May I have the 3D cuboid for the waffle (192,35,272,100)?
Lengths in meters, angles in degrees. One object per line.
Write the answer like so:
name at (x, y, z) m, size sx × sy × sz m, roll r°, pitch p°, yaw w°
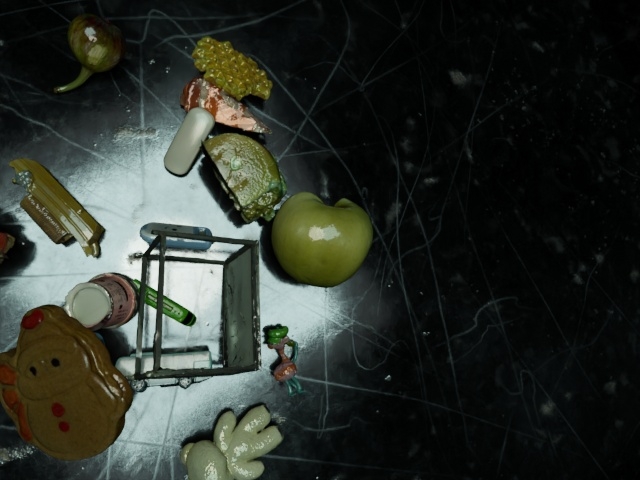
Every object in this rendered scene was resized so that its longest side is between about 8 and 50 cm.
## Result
waffle at (-0.254, -0.493, 1.278) m, size 0.249 × 0.056 × 0.253 m, roll 36°, pitch 34°, yaw -20°

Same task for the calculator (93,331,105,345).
calculator at (-0.591, 0.361, 1.114) m, size 0.051 × 0.173 × 0.293 m, roll -15°, pitch 89°, yaw -61°

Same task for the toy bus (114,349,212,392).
toy bus at (-0.430, 0.360, 1.198) m, size 0.261 × 0.091 × 0.109 m, roll 1°, pitch 74°, yaw -19°

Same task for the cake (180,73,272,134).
cake at (-0.268, -0.400, 1.304) m, size 0.287 × 0.098 × 0.135 m, roll 21°, pitch 97°, yaw -18°

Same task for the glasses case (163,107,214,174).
glasses case at (-0.380, -0.286, 1.260) m, size 0.081 × 0.051 × 0.204 m, roll 32°, pitch 102°, yaw -13°

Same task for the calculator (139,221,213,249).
calculator at (-0.396, -0.013, 1.227) m, size 0.210 × 0.121 × 0.039 m, roll 6°, pitch 110°, yaw -17°

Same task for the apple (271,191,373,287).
apple at (0.012, 0.009, 1.272) m, size 0.295 × 0.233 × 0.258 m, roll 8°, pitch 111°, yaw -26°

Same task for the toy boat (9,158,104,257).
toy boat at (-0.700, -0.079, 1.149) m, size 0.115 × 0.089 × 0.310 m, roll -44°, pitch 99°, yaw -14°

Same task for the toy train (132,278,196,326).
toy train at (-0.443, 0.181, 1.231) m, size 0.209 × 0.042 × 0.044 m, roll 34°, pitch 77°, yaw -12°

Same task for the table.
table at (-0.322, 0.173, 1.113) m, size 0.272 × 0.222 × 0.335 m, roll 8°, pitch 68°, yaw -33°

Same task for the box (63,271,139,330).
box at (-0.566, 0.161, 1.124) m, size 0.151 × 0.135 × 0.151 m, roll 0°, pitch 90°, yaw -1°

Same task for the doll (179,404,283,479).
doll at (-0.239, 0.597, 1.231) m, size 0.278 × 0.175 × 0.149 m, roll -27°, pitch 131°, yaw -27°

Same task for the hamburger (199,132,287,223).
hamburger at (-0.207, -0.191, 1.275) m, size 0.192 × 0.167 × 0.288 m, roll -33°, pitch 96°, yaw -18°

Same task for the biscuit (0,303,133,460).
biscuit at (-0.631, 0.344, 1.052) m, size 0.359 × 0.074 × 0.381 m, roll -18°, pitch 94°, yaw 14°

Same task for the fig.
fig at (-0.644, -0.496, 1.202) m, size 0.149 × 0.149 × 0.245 m, roll 33°, pitch 101°, yaw -12°

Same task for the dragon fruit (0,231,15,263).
dragon fruit at (-0.916, -0.007, 0.984) m, size 0.342 × 0.277 × 0.277 m, roll 38°, pitch 75°, yaw -20°

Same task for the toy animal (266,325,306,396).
toy animal at (-0.096, 0.358, 1.306) m, size 0.103 × 0.100 × 0.208 m, roll -14°, pitch 80°, yaw -41°
